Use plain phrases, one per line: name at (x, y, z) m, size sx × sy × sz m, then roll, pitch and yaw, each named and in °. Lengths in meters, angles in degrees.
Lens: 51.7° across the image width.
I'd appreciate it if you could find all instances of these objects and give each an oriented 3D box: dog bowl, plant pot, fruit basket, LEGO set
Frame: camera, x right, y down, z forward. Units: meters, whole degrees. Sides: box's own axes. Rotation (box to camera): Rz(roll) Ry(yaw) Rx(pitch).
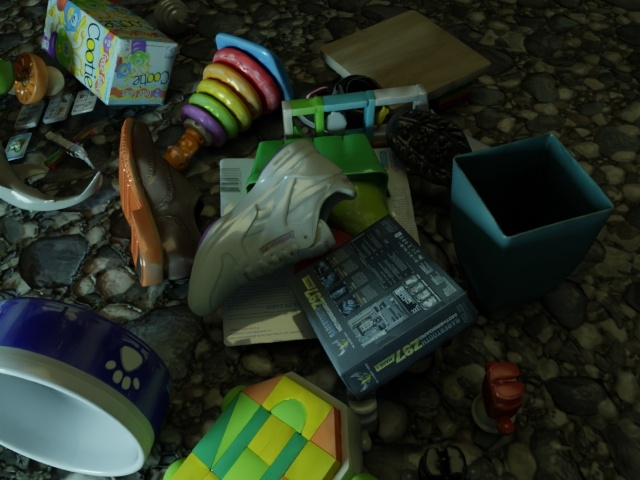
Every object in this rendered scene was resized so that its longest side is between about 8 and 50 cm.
dog bowl at (-0.328, 0.192, 0.840) m, size 0.265 × 0.265 × 0.104 m, roll 9°, pitch 48°, yaw 9°
plant pot at (0.297, -0.006, 1.005) m, size 0.165 × 0.234 × 0.166 m, roll -15°, pitch 50°, yaw -10°
fruit basket at (0.000, 0.000, 1.093) m, size 0.327 × 0.165 × 0.353 m, roll -6°, pitch 66°, yaw -2°
LEGO set at (-0.541, -0.204, 1.339) m, size 0.182 × 0.060 × 0.244 m, roll -11°, pitch 48°, yaw 8°

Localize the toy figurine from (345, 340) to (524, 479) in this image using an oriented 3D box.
toy figurine at (0.144, 0.224, 0.884) m, size 0.213 × 0.148 × 0.209 m, roll 32°, pitch 64°, yaw 23°

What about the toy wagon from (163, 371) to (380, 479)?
toy wagon at (-0.094, 0.323, 0.779) m, size 0.267 × 0.068 × 0.344 m, roll 20°, pitch 64°, yaw 48°

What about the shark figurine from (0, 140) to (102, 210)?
shark figurine at (-0.538, -0.104, 1.185) m, size 0.278 × 0.116 × 0.166 m, roll 22°, pitch 75°, yaw 8°

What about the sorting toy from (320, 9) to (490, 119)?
sorting toy at (0.173, -0.356, 1.399) m, size 0.257 × 0.089 × 0.255 m, roll -28°, pitch 54°, yaw -20°

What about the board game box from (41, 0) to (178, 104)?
board game box at (-0.451, -0.413, 1.402) m, size 0.275 × 0.142 × 0.144 m, roll 39°, pitch 32°, yaw 28°

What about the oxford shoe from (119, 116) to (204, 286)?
oxford shoe at (-0.282, -0.078, 1.174) m, size 0.132 × 0.130 × 0.364 m, roll -7°, pitch 56°, yaw -21°

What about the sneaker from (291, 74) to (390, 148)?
sneaker at (0.037, -0.281, 1.304) m, size 0.104 × 0.147 × 0.296 m, roll -35°, pitch 56°, yaw -22°

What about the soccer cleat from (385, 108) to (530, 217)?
soccer cleat at (0.258, -0.129, 1.153) m, size 0.318 × 0.116 × 0.109 m, roll 25°, pitch 96°, yaw 2°

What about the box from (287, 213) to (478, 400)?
box at (0.072, 0.078, 0.884) m, size 0.183 × 0.059 × 0.233 m, roll -33°, pitch 33°, yaw -3°

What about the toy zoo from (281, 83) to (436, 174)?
toy zoo at (0.082, -0.186, 1.192) m, size 0.293 × 0.192 × 0.030 m, roll -8°, pitch 50°, yaw -5°

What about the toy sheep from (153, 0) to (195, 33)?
toy sheep at (-0.349, -0.533, 1.569) m, size 0.091 × 0.091 × 0.132 m, roll -30°, pitch 37°, yaw -21°

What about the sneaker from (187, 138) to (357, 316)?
sneaker at (-0.071, -0.001, 0.957) m, size 0.152 × 0.114 × 0.305 m, roll 38°, pitch 86°, yaw 13°

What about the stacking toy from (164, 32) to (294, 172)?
stacking toy at (-0.207, -0.245, 1.301) m, size 0.165 × 0.175 × 0.302 m, roll 26°, pitch 69°, yaw 30°

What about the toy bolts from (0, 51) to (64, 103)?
toy bolts at (-0.651, -0.296, 1.368) m, size 0.228 × 0.218 × 0.158 m, roll 29°, pitch 20°, yaw 34°
